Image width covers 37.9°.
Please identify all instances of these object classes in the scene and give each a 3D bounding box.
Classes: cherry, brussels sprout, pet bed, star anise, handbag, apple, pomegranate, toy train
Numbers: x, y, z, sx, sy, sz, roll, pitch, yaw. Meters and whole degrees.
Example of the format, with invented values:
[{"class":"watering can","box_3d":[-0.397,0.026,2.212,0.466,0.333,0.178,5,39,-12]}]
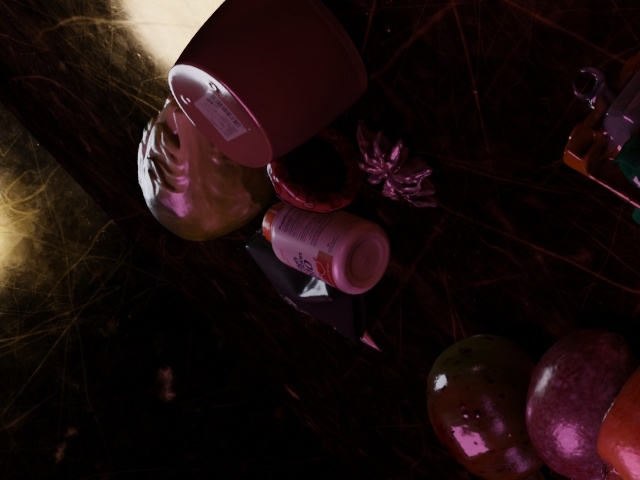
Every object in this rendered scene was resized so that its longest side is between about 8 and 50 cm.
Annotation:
[{"class":"cherry","box_3d":[0.451,0.271,1.570,0.202,0.230,0.300,15,123,19]},{"class":"brussels sprout","box_3d":[-0.236,-0.168,1.946,0.289,0.281,0.355,-121,22,-46]},{"class":"pet bed","box_3d":[-0.011,-0.136,1.697,0.201,0.201,0.053,43,146,2]},{"class":"star anise","box_3d":[0.124,-0.124,1.638,0.182,0.065,0.195,34,162,28]},{"class":"handbag","box_3d":[-0.021,0.116,2.278,0.342,0.152,0.288,30,158,35]},{"class":"apple","box_3d":[0.559,0.324,1.422,0.163,0.251,0.293,29,154,47]},{"class":"pomegranate","box_3d":[0.365,0.301,1.835,0.290,0.323,0.291,39,-168,-10]},{"class":"toy train","box_3d":[0.454,-0.049,1.013,0.429,0.178,0.249,37,170,19]}]

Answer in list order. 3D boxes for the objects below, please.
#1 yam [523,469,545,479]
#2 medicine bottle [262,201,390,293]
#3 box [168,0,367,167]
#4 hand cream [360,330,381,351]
[{"class":"yam","box_3d":[0.516,0.609,2.320,0.093,0.093,0.259,21,150,48]},{"class":"medicine bottle","box_3d":[0.000,0.000,1.990,0.288,0.157,0.157,23,152,45]},{"class":"box","box_3d":[-0.097,-0.271,1.553,0.301,0.216,0.301,36,157,17]},{"class":"hand cream","box_3d":[0.085,0.218,2.447,0.210,0.043,0.067,50,163,-29]}]
